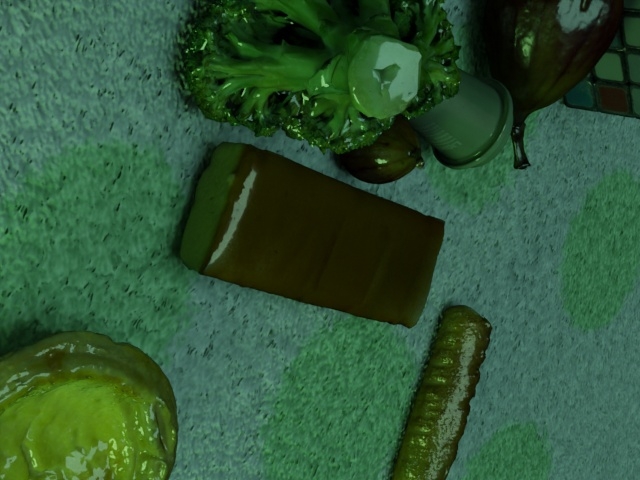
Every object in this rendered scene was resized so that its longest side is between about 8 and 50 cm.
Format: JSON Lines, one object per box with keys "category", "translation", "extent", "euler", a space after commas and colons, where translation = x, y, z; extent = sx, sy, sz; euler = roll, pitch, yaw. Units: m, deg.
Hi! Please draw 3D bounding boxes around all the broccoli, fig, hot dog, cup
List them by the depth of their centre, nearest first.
{"category": "broccoli", "translation": [0.009, -0.181, 0.998], "extent": [0.269, 0.269, 0.254], "euler": [-50, 121, -25]}
{"category": "fig", "translation": [0.084, -0.100, 1.197], "extent": [0.089, 0.125, 0.088], "euler": [-14, 112, -39]}
{"category": "cup", "translation": [0.146, -0.156, 1.267], "extent": [0.141, 0.120, 0.120], "euler": [23, 84, -36]}
{"category": "fig", "translation": [0.275, -0.224, 1.356], "extent": [0.170, 0.145, 0.274], "euler": [5, 107, -28]}
{"category": "hot dog", "translation": [0.163, 0.228, 1.434], "extent": [0.083, 0.068, 0.289], "euler": [17, 90, -42]}

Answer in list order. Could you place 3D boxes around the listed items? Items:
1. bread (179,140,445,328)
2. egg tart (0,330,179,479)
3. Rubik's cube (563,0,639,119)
{"category": "bread", "translation": [0.001, 0.000, 1.174], "extent": [0.361, 0.077, 0.138], "euler": [18, 89, -49]}
{"category": "egg tart", "translation": [-0.251, 0.201, 0.955], "extent": [0.279, 0.095, 0.278], "euler": [-18, 117, -38]}
{"category": "Rubik's cube", "translation": [0.499, -0.347, 1.448], "extent": [0.287, 0.292, 0.293], "euler": [-42, 128, -30]}
